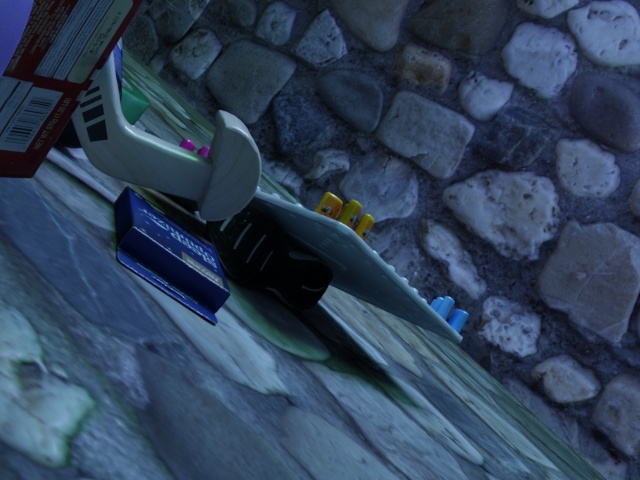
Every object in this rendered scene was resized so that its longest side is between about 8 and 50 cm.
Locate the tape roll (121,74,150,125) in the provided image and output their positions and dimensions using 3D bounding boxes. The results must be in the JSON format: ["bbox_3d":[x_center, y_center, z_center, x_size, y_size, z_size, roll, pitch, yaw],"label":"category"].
[{"bbox_3d":[-0.470,-0.327,1.669,0.321,0.077,0.321,39,6,-5],"label":"tape roll"}]

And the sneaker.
[{"bbox_3d":[-0.091,0.020,1.305,0.108,0.100,0.271,31,-6,37],"label":"sneaker"}]

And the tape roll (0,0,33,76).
[{"bbox_3d":[-0.286,-0.162,0.459,0.275,0.275,0.090,40,4,14],"label":"tape roll"}]

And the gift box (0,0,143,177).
[{"bbox_3d":[-0.327,-0.206,0.728,0.258,0.255,0.276,42,12,15],"label":"gift box"}]

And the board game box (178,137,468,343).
[{"bbox_3d":[0.000,0.000,1.369,0.390,0.050,0.390,23,-12,41],"label":"board game box"}]

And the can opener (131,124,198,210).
[{"bbox_3d":[-0.281,-0.127,1.405,0.280,0.074,0.093,33,42,-35],"label":"can opener"}]

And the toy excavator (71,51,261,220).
[{"bbox_3d":[-0.308,-0.215,1.060,0.222,0.432,0.445,-119,-159,-63],"label":"toy excavator"}]

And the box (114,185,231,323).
[{"bbox_3d":[-0.175,0.012,1.045,0.136,0.036,0.225,37,7,-21],"label":"box"}]

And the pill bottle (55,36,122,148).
[{"bbox_3d":[-0.340,-0.232,1.254,0.123,0.123,0.219,35,28,-36],"label":"pill bottle"}]
